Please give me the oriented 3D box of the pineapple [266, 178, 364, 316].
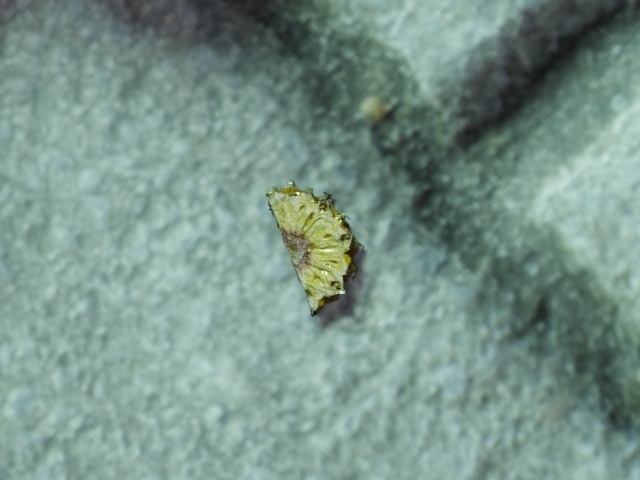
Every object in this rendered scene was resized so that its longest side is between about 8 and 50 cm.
[{"bbox_3d":[0.000,0.000,1.139,0.045,0.019,0.083,-23,90,10],"label":"pineapple"}]
